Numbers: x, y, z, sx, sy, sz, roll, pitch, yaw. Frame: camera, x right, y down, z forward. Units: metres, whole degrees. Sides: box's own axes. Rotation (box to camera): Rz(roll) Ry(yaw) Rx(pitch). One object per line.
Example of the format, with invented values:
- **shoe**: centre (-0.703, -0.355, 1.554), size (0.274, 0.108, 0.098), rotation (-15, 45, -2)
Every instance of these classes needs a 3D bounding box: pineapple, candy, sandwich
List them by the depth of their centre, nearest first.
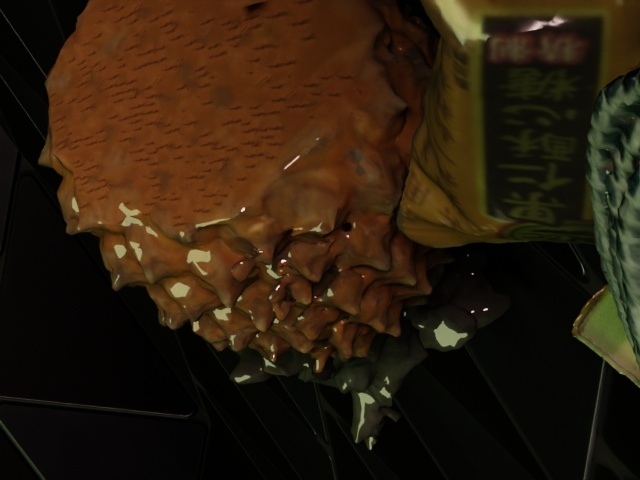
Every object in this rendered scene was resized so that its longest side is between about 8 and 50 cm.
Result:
- **candy**: centre (0.094, -0.063, 0.630), size (0.143, 0.101, 0.271), rotation (3, 151, 8)
- **sandwich**: centre (0.191, 0.043, 0.788), size (0.074, 0.074, 0.116), rotation (43, -165, 28)
- **pineapple**: centre (0.001, -0.002, 0.912), size (0.223, 0.223, 0.357), rotation (41, 170, 37)

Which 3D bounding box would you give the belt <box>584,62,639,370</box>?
- **belt**: centre (0.186, 0.034, 0.482), size (0.207, 0.160, 0.295), rotation (42, 161, 34)
